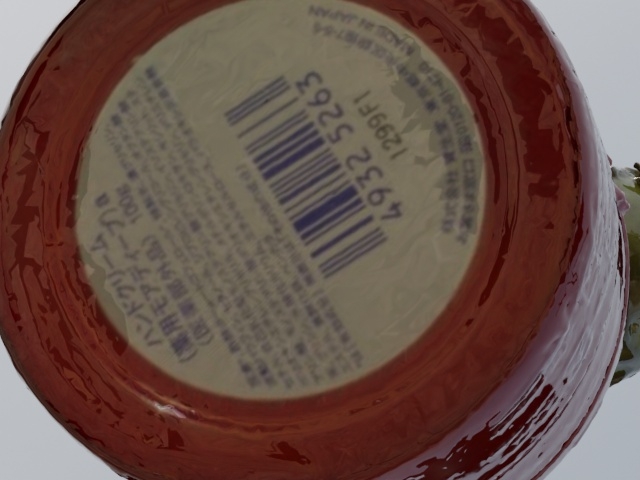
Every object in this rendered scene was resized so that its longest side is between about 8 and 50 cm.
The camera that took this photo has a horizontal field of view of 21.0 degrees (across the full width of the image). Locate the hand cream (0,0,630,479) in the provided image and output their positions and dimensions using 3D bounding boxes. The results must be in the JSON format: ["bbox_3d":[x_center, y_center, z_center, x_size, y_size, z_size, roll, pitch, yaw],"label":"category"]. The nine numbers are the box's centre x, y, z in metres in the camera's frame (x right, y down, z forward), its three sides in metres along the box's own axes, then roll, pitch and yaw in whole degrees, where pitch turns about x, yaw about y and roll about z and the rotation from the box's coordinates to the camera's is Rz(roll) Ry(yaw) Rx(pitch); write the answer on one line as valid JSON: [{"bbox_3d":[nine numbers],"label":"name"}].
[{"bbox_3d":[0.000,0.000,0.636,0.230,0.149,0.230,-3,-107,11],"label":"hand cream"}]

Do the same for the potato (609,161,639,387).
[{"bbox_3d":[0.050,0.024,0.809,0.251,0.149,0.113,-7,-129,9],"label":"potato"}]
